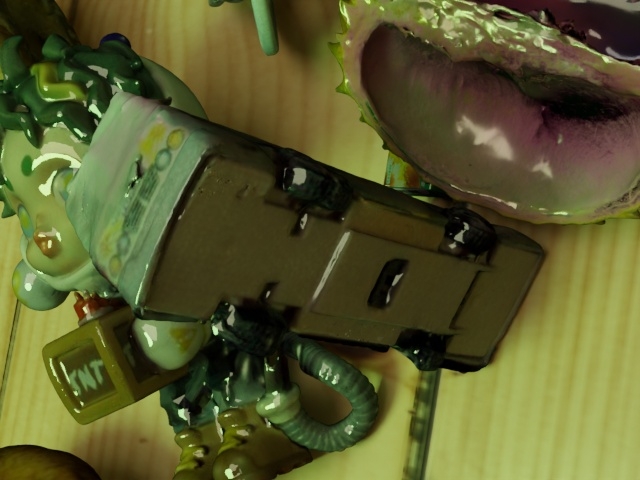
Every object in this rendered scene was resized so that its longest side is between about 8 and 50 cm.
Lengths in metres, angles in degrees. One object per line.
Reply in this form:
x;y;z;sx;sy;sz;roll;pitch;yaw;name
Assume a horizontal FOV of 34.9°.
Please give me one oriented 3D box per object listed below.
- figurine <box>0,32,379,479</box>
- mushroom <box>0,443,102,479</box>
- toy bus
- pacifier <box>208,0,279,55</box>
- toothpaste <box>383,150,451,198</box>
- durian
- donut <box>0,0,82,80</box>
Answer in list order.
-0.144;0.018;0.777;0.261;0.186;0.382;-26;82;27;figurine
-0.208;0.341;0.802;0.345;0.260;0.345;-171;90;-67;mushroom
0.000;0.000;0.610;0.138;0.317;0.112;34;100;41;toy bus
-0.021;-0.302;0.795;0.233;0.244;0.299;-9;99;5;pacifier
0.085;-0.120;0.746;0.043;0.037;0.178;6;85;40;toothpaste
0.135;-0.093;0.639;0.260;0.154;0.186;36;122;23;durian
-0.304;-0.163;0.955;0.128;0.208;0.261;-34;75;14;donut
